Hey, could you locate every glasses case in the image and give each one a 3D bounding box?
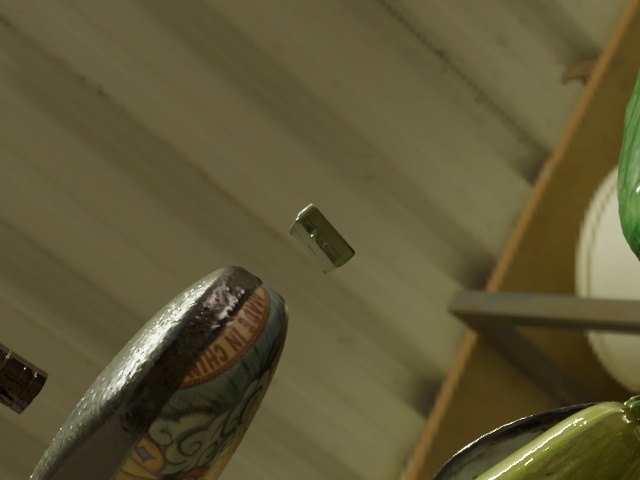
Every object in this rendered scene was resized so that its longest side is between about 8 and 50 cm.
[{"bbox_3d":[-0.107,0.131,0.830,0.082,0.321,0.122,35,-136,0],"label":"glasses case"}]

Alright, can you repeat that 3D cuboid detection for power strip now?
[{"bbox_3d":[0.000,0.000,0.957,0.016,0.090,0.040,-41,-91,-6],"label":"power strip"}]

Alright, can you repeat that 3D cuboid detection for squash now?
[{"bbox_3d":[0.153,0.166,1.023,0.224,0.094,0.094,-41,-65,0],"label":"squash"}]

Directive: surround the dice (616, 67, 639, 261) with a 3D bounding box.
[{"bbox_3d":[0.417,-0.095,1.241,0.297,0.287,0.300,20,-125,-8],"label":"dice"}]

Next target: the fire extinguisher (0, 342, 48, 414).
[{"bbox_3d":[-0.305,0.089,1.313,0.157,0.078,0.045,36,-80,-13],"label":"fire extinguisher"}]

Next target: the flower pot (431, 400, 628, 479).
[{"bbox_3d":[0.255,0.356,1.389,0.294,0.293,0.330,25,-138,-33],"label":"flower pot"}]
